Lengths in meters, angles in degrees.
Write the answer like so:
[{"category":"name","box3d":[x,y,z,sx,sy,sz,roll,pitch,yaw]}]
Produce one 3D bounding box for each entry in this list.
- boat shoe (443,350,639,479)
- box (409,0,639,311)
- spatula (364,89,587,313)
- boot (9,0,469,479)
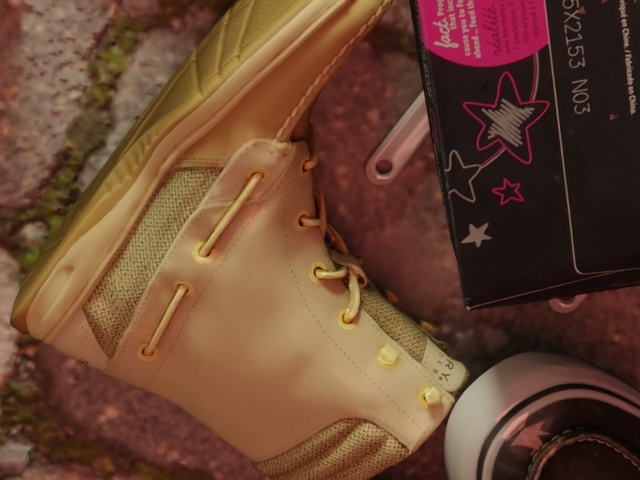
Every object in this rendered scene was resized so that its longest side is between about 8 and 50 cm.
[{"category":"boat shoe","box3d":[0.178,0.195,0.965,0.121,0.119,0.335,-35,120,0]},{"category":"box","box3d":[0.120,-0.118,0.836,0.163,0.142,0.247,-9,115,3]},{"category":"spatula","box3d":[0.140,-0.089,0.936,0.168,0.019,0.242,33,111,-14]},{"category":"boot","box3d":[0.000,0.000,0.919,0.203,0.095,0.262,36,112,-13]}]
